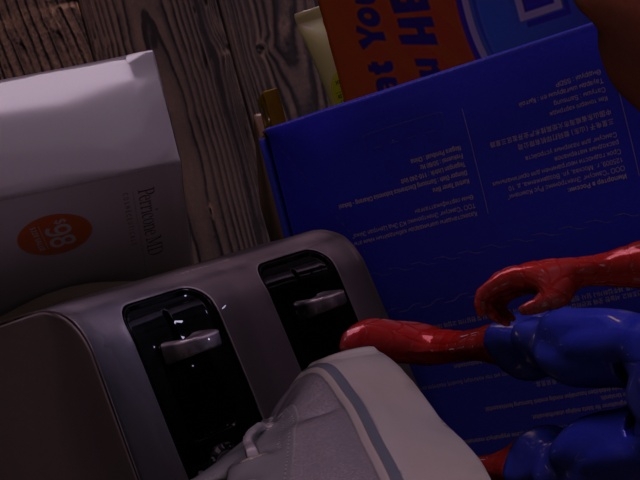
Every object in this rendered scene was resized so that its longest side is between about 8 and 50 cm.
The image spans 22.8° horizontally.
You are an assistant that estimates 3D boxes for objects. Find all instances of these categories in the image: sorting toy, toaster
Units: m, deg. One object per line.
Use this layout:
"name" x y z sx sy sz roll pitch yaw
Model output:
"sorting toy" 0.000 0.000 0.950 0.046 0.132 0.274 -15 -22 -6
"toaster" -0.074 0.075 0.632 0.186 0.110 0.168 -19 -2 39

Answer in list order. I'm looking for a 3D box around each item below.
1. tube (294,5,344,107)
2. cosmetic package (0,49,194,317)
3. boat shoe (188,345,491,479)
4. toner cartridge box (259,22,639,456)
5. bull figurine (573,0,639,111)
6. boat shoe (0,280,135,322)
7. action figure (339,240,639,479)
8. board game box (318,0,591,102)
"tube" 0.058 -0.028 0.894 0.070 0.240 0.062 -15 -2 -22
"cosmetic package" -0.230 0.036 1.092 0.284 0.097 0.377 -14 -27 -8
"boat shoe" -0.008 0.078 0.420 0.081 0.079 0.227 -11 3 -7
"toner cartridge box" 0.146 -0.009 0.604 0.348 0.165 0.075 -14 1 37
"bull figurine" 0.184 -0.027 0.350 0.188 0.101 0.310 1 23 -24
"boat shoe" -0.184 0.105 1.028 0.305 0.109 0.091 -15 -26 12
"action figure" 0.071 0.051 0.464 0.139 0.091 0.280 -6 -6 -34
"board game box" 0.243 -0.138 0.788 0.357 0.356 0.356 -15 0 34
